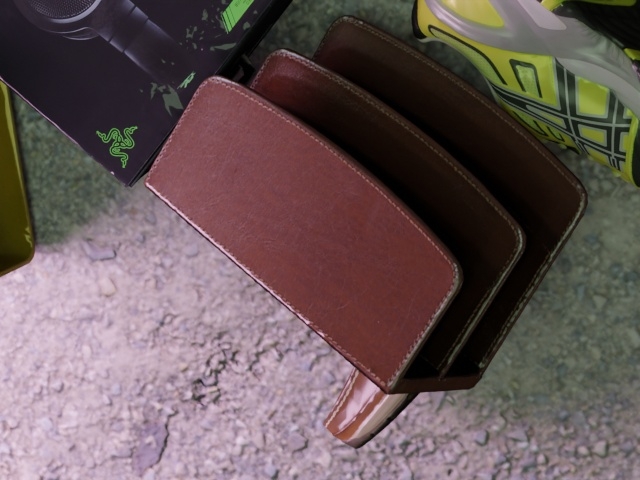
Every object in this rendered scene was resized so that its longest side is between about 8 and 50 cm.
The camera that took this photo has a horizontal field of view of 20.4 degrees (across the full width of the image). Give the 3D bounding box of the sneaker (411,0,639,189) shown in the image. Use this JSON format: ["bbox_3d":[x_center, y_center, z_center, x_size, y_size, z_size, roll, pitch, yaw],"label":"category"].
[{"bbox_3d":[0.246,-0.128,1.520,0.385,0.145,0.147,44,133,1],"label":"sneaker"}]

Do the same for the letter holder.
[{"bbox_3d":[0.041,-0.047,1.485,0.302,0.152,0.214,40,108,27],"label":"letter holder"}]

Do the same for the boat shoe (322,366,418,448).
[{"bbox_3d":[0.091,0.034,1.608,0.120,0.122,0.324,35,105,10],"label":"boat shoe"}]

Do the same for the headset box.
[{"bbox_3d":[-0.176,-0.223,1.582,0.283,0.131,0.246,41,112,-1],"label":"headset box"}]

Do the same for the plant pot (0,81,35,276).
[{"bbox_3d":[-0.418,-0.056,1.665,0.187,0.212,0.212,2,107,27],"label":"plant pot"}]
